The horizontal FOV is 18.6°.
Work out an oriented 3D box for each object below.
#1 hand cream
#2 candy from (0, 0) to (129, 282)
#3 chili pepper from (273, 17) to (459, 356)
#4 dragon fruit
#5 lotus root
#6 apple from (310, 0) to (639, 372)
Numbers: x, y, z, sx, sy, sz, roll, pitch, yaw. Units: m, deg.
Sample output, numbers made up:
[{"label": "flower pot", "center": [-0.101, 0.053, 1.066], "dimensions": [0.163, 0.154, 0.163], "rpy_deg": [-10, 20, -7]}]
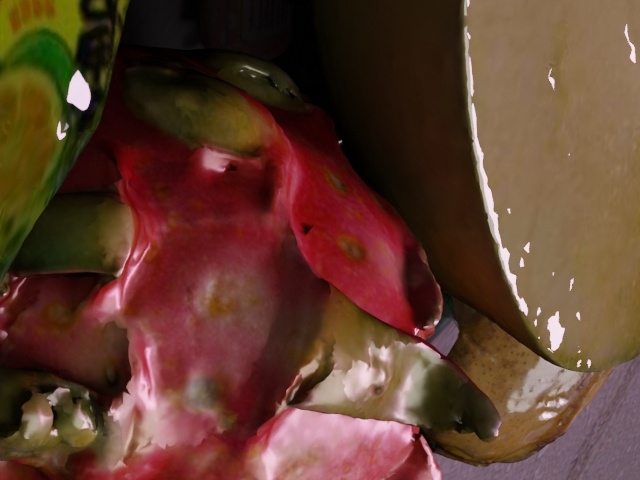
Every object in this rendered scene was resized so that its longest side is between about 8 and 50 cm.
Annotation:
[{"label": "hand cream", "center": [-0.029, -0.156, 0.852], "dimensions": [0.067, 0.043, 0.209], "rpy_deg": [-36, 146, -39]}, {"label": "candy", "center": [-0.118, -0.028, 0.554], "dimensions": [0.246, 0.069, 0.149], "rpy_deg": [-59, 163, 11]}, {"label": "chili pepper", "center": [0.004, 0.007, 1.033], "dimensions": [0.148, 0.116, 0.264], "rpy_deg": [-15, 135, -51]}, {"label": "dragon fruit", "center": [-0.067, 0.049, 0.802], "dimensions": [0.237, 0.231, 0.303], "rpy_deg": [-33, 149, 13]}, {"label": "lotus root", "center": [0.144, 0.023, 1.283], "dimensions": [0.278, 0.154, 0.154], "rpy_deg": [-53, 156, 2]}, {"label": "apple", "center": [0.148, -0.120, 0.880], "dimensions": [0.311, 0.320, 0.360], "rpy_deg": [-106, -155, -78]}]
